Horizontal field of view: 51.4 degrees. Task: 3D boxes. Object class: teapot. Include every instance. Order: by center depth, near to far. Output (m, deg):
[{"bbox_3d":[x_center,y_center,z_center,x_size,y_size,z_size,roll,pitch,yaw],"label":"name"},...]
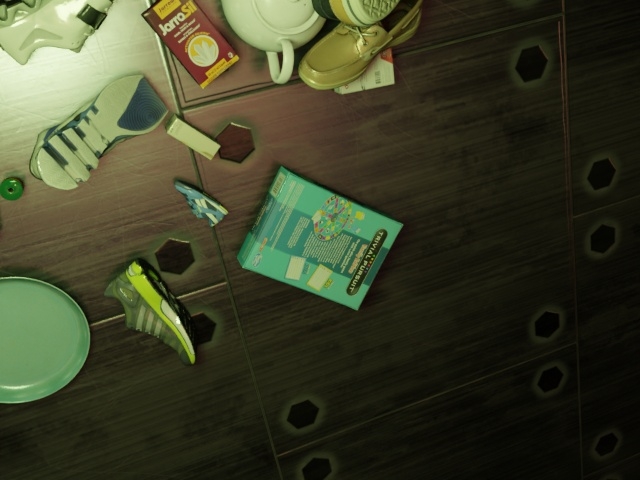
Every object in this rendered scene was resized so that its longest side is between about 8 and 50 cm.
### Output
[{"bbox_3d":[-0.081,-0.502,1.373,0.252,0.187,0.256,-43,118,1],"label":"teapot"}]

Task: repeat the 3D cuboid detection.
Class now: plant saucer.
[{"bbox_3d":[-0.692,0.222,1.513,0.318,0.043,0.317,-6,112,-16],"label":"plant saucer"}]

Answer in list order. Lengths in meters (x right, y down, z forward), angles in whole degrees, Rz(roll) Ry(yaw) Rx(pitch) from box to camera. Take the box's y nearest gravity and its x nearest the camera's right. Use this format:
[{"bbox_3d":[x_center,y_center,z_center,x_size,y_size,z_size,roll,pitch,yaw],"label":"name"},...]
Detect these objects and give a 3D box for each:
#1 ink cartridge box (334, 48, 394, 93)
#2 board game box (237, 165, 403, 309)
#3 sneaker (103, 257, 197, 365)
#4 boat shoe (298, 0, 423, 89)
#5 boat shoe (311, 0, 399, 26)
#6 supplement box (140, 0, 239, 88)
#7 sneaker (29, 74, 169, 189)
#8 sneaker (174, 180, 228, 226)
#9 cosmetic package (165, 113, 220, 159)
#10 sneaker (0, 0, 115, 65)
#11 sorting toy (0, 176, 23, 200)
[{"bbox_3d":[0.096,-0.403,1.543,0.135,0.056,0.099,-13,112,-14],"label":"ink cartridge box"},{"bbox_3d":[0.000,0.000,1.648,0.336,0.079,0.253,23,101,-25],"label":"board game box"},{"bbox_3d":[-0.393,0.184,1.579,0.121,0.111,0.300,-28,111,4],"label":"sneaker"},{"bbox_3d":[0.089,-0.451,1.444,0.341,0.110,0.121,-40,77,-22],"label":"boat shoe"},{"bbox_3d":[0.150,-0.612,1.380,0.500,0.156,0.186,-53,131,-27],"label":"boat shoe"},{"bbox_3d":[-0.273,-0.427,1.392,0.104,0.081,0.188,-40,117,-1],"label":"supplement box"},{"bbox_3d":[-0.486,-0.224,1.374,0.315,0.182,0.127,-48,123,-30],"label":"sneaker"},{"bbox_3d":[-0.282,-0.085,1.534,0.144,0.053,0.059,37,97,-26],"label":"sneaker"},{"bbox_3d":[-0.284,-0.230,1.475,0.115,0.060,0.041,32,98,-25],"label":"cosmetic package"},{"bbox_3d":[-0.479,-0.455,1.306,0.331,0.122,0.146,-28,134,-9],"label":"sneaker"},{"bbox_3d":[-0.759,-0.059,1.381,0.275,0.046,0.132,-6,112,-17],"label":"sorting toy"}]
